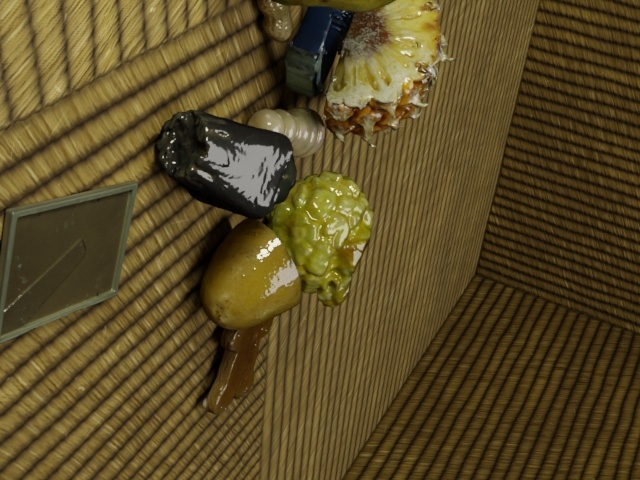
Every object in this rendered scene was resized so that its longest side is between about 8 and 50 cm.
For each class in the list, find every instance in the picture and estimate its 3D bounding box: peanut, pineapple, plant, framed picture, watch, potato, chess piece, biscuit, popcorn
[{"bbox_3d":[-0.074,-0.367,1.433,0.053,0.054,0.113,-60,156,-24],"label":"peanut"},{"bbox_3d":[0.135,-0.301,1.652,0.286,0.209,0.344,96,12,-70],"label":"pineapple"},{"bbox_3d":[-0.137,-0.116,1.364,0.256,0.164,0.141,14,93,-55],"label":"plant"},{"bbox_3d":[-0.338,0.023,1.180,0.250,0.016,0.184,-27,134,-62],"label":"framed picture"},{"bbox_3d":[0.021,-0.404,1.514,0.276,0.068,0.274,99,16,-64],"label":"watch"},{"bbox_3d":[-0.142,0.080,1.563,0.158,0.178,0.203,-37,170,-32],"label":"potato"},{"bbox_3d":[-0.069,-0.193,1.570,0.170,0.094,0.094,-12,121,-62],"label":"chess piece"},{"bbox_3d":[-0.156,0.195,1.784,0.197,0.049,0.301,-22,130,-70],"label":"biscuit"},{"bbox_3d":[0.000,0.000,1.707,0.237,0.206,0.251,-34,102,-23],"label":"popcorn"}]

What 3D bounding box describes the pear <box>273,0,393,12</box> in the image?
[{"bbox_3d":[0.014,-0.469,1.232,0.304,0.304,0.303,-53,155,-38],"label":"pear"}]
